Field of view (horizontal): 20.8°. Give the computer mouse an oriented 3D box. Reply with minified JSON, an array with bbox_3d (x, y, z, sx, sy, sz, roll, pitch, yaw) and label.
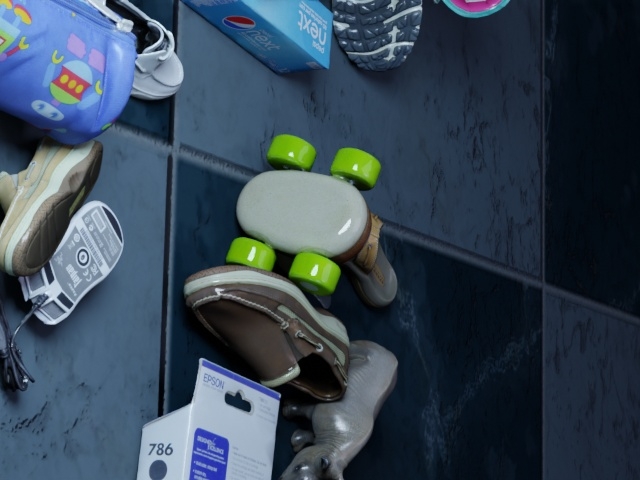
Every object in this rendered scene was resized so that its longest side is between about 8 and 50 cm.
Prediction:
[{"bbox_3d":[-0.242,0.037,1.546,0.193,0.042,0.106,-52,126,-44],"label":"computer mouse"}]

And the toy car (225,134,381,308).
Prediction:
[{"bbox_3d":[0.000,0.000,1.901,0.155,0.149,0.188,-69,156,-18],"label":"toy car"}]

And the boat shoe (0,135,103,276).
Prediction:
[{"bbox_3d":[-0.252,-0.033,1.507,0.190,0.072,0.068,-66,172,-58],"label":"boat shoe"}]

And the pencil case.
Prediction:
[{"bbox_3d":[-0.268,-0.180,1.424,0.306,0.133,0.119,28,28,-56],"label":"pencil case"}]

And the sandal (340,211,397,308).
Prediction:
[{"bbox_3d":[0.051,0.007,2.057,0.219,0.060,0.090,55,41,-43],"label":"sandal"}]

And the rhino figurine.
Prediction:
[{"bbox_3d":[0.014,0.200,1.916,0.073,0.106,0.243,64,35,-33],"label":"rhino figurine"}]

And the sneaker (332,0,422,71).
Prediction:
[{"bbox_3d":[0.068,-0.346,2.092,0.122,0.110,0.283,-66,150,-67],"label":"sneaker"}]

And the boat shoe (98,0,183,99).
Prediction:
[{"bbox_3d":[-0.176,-0.190,1.668,0.184,0.063,0.066,42,50,-51],"label":"boat shoe"}]

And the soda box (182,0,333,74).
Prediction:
[{"bbox_3d":[-0.065,-0.252,1.874,0.210,0.067,0.071,33,58,-56],"label":"soda box"}]

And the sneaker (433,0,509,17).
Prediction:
[{"bbox_3d":[0.166,-0.338,2.122,0.295,0.124,0.178,93,-20,-67],"label":"sneaker"}]

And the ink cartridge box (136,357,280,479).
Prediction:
[{"bbox_3d":[-0.118,0.294,1.710,0.165,0.065,0.332,33,59,-55],"label":"ink cartridge box"}]

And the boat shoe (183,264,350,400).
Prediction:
[{"bbox_3d":[-0.044,0.104,1.806,0.257,0.095,0.095,28,46,-49],"label":"boat shoe"}]
